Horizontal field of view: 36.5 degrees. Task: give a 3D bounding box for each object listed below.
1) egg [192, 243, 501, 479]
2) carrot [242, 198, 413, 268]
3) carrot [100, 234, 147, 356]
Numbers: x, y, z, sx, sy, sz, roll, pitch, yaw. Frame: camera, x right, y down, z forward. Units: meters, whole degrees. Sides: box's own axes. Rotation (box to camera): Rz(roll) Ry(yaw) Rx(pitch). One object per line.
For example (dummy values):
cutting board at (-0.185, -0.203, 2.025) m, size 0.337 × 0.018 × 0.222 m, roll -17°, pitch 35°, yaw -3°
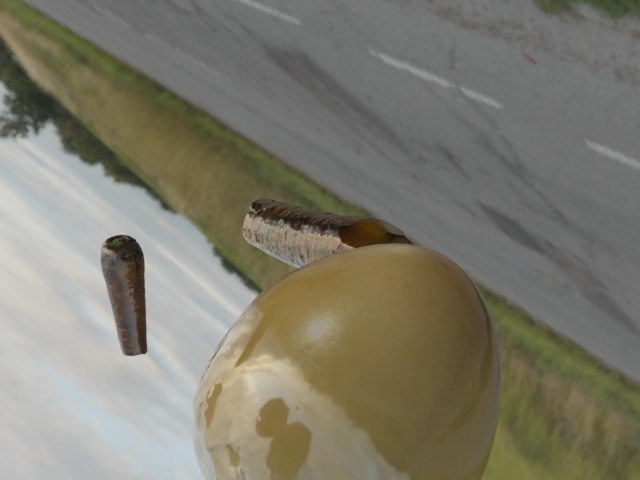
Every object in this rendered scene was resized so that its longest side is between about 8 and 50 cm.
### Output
egg at (0.022, 0.114, 0.658) m, size 0.201 × 0.244 × 0.201 m, roll 32°, pitch -168°, yaw -7°
carrot at (0.000, 0.000, 0.922) m, size 0.070 × 0.070 × 0.260 m, roll 42°, pitch 168°, yaw -27°
carrot at (-0.248, 0.072, 1.245) m, size 0.055 × 0.055 × 0.162 m, roll -144°, pitch 48°, yaw -61°
